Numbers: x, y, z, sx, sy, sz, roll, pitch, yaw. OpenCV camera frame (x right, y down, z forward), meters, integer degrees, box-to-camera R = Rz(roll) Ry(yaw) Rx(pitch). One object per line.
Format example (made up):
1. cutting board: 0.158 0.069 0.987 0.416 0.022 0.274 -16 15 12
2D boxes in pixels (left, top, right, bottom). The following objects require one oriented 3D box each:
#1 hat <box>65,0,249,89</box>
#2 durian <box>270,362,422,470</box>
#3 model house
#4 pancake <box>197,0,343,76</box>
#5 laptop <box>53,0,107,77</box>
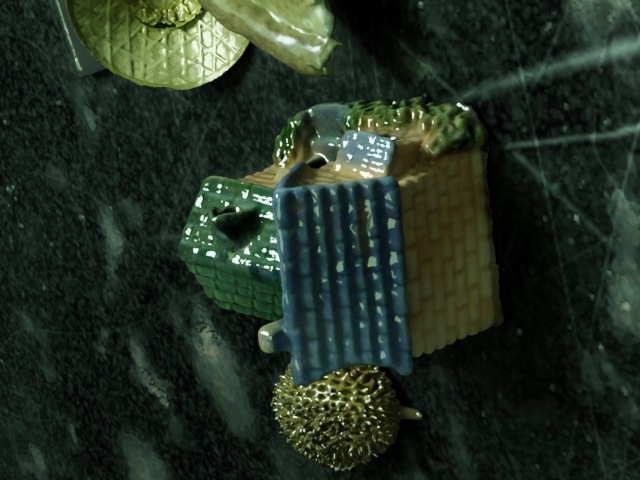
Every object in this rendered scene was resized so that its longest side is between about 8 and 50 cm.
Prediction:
1. hat: -0.115 -0.193 1.321 0.146 0.067 0.146 2 123 4
2. durian: 0.010 0.134 1.331 0.140 0.071 0.110 3 111 43
3. model house: 0.000 0.000 1.192 0.183 0.172 0.166 13 119 46
4. pancake: 0.009 -0.232 1.109 0.288 0.033 0.286 19 121 22
5. laptop: -0.189 -0.236 1.412 0.135 0.016 0.197 -12 99 50
